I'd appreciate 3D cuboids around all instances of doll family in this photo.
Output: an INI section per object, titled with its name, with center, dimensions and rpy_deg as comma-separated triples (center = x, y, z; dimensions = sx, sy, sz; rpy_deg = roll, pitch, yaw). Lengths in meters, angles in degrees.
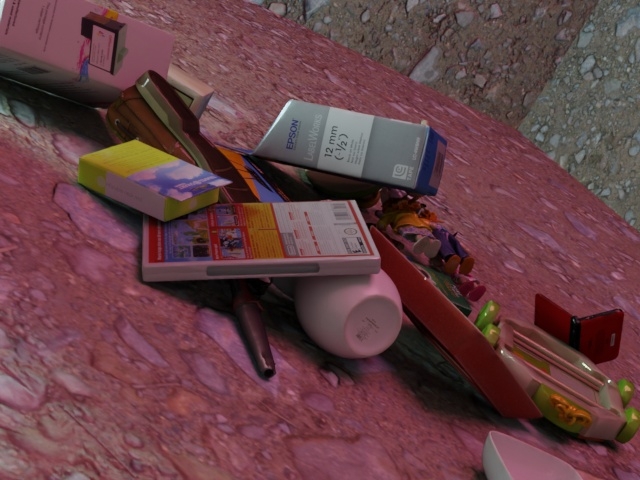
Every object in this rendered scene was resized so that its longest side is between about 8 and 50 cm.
[doll family]
center = 0.184, -0.005, 2.033
dimensions = 0.263, 0.118, 0.163
rpy_deg = 20, 19, -32

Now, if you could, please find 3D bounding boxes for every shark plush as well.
[shark plush]
center = 0.172, -0.047, 2.226
dimensions = 0.161, 0.067, 0.073
rpy_deg = 39, 18, 25

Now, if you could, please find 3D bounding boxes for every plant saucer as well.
[plant saucer]
center = 0.172, 0.124, 1.622
dimensions = 0.259, 0.048, 0.258
rpy_deg = 48, -2, 43

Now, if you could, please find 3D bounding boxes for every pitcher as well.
[pitcher]
center = 0.036, 0.085, 1.541
dimensions = 0.178, 0.125, 0.207
rpy_deg = 39, -1, -32

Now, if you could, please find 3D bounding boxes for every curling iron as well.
[curling iron]
center = -0.079, 0.086, 1.452
dimensions = 0.068, 0.035, 0.274
rpy_deg = 25, 17, -19

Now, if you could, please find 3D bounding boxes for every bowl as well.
[bowl]
center = 0.254, 0.297, 1.386
dimensions = 0.142, 0.053, 0.142
rpy_deg = 25, 17, -19

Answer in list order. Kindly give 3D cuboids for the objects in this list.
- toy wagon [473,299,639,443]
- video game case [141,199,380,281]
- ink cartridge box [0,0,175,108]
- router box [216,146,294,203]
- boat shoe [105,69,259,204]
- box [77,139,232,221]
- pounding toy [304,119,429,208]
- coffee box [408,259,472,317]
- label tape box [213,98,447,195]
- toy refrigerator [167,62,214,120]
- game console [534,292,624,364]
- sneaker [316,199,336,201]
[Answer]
[toy wagon]
center = 0.350, 0.212, 1.780
dimensions = 0.267, 0.068, 0.344
rpy_deg = 30, 17, 0
[video game case]
center = -0.081, -0.003, 1.498
dimensions = 0.285, 0.025, 0.204
rpy_deg = -1, 23, -7
[ink cartridge box]
center = -0.385, -0.287, 1.743
dimensions = 0.278, 0.117, 0.201
rpy_deg = 17, -6, -39
[router box]
center = -0.126, -0.085, 1.854
dimensions = 0.133, 0.046, 0.179
rpy_deg = 14, 24, -45
[boat shoe]
center = -0.188, -0.091, 1.674
dimensions = 0.307, 0.104, 0.111
rpy_deg = 55, 13, 15
[box]
center = -0.218, -0.078, 1.560
dimensions = 0.178, 0.042, 0.109
rpy_deg = 24, 29, 28
[pounding toy]
center = 0.091, -0.124, 2.217
dimensions = 0.237, 0.110, 0.183
rpy_deg = -2, 49, 8
[coffee box]
center = 0.144, 0.069, 1.884
dimensions = 0.184, 0.040, 0.113
rpy_deg = 22, 19, -27
[label tape box]
center = 0.025, -0.166, 2.014
dimensions = 0.348, 0.115, 0.249
rpy_deg = 15, 3, 13
[toy refrigerator]
center = -0.321, -0.269, 1.956
dimensions = 0.269, 0.102, 0.094
rpy_deg = 31, 16, -1
[game console]
center = 0.428, 0.143, 1.972
dimensions = 0.144, 0.124, 0.085
rpy_deg = 79, -4, -52
[sneaker]
center = 0.000, 0.000, 1.783
dimensions = 0.106, 0.078, 0.234
rpy_deg = 39, 22, 16
